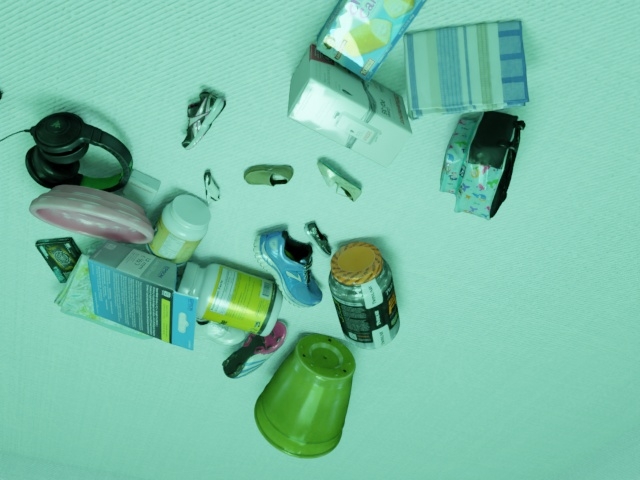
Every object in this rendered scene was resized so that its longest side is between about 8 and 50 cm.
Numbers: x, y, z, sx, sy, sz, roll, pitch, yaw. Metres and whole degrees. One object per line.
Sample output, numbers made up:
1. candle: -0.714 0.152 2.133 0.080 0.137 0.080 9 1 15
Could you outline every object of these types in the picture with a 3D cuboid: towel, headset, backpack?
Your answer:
1. towel: -0.689 0.193 1.847 0.374 0.090 0.320 24 129 -26
2. headset: -0.708 -0.266 1.442 0.394 0.185 0.243 18 144 -28
3. backpack: 0.419 -0.187 1.405 0.191 0.225 0.254 11 140 22
4. towel: 0.341 -0.403 1.267 0.284 0.034 0.209 -6 90 5

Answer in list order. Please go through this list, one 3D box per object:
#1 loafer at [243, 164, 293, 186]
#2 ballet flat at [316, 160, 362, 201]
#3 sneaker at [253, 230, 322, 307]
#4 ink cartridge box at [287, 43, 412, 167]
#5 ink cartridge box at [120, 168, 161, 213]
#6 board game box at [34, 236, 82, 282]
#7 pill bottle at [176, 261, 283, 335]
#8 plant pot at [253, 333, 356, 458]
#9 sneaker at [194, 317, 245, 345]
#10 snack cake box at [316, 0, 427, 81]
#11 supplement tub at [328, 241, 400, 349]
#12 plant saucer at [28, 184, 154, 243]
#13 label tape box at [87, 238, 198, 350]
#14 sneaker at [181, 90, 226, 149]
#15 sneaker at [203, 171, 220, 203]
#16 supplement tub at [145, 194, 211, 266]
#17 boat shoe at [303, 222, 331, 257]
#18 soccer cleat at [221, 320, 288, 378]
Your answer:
1. loafer: -0.152 -0.185 1.537 0.147 0.050 0.056 -7 131 8
2. ballet flat: 0.050 -0.166 1.537 0.168 0.057 0.052 31 90 -24
3. sneaker: -0.075 0.096 1.733 0.147 0.130 0.330 -21 128 22
4. ink cartridge box: 0.070 -0.327 1.298 0.282 0.207 0.117 24 126 -20
5. ink cartridge box: -0.542 -0.139 1.590 0.088 0.052 0.122 26 129 -20
6. board game box: -0.862 0.069 1.804 0.126 0.026 0.186 -4 132 6
7. pill bottle: -0.308 0.188 1.783 0.333 0.188 0.188 20 129 -14
8. plant pot: -0.032 0.562 2.029 0.366 0.367 0.353 15 119 -11
9. sneaker: -0.385 0.330 1.993 0.212 0.080 0.094 7 120 -2
10. snack cake box: 0.121 -0.518 1.206 0.152 0.089 0.264 25 128 -20
11. supplement tub: 0.143 0.181 1.748 0.207 0.207 0.338 -8 132 9
12. plant saucer: -0.635 -0.074 1.511 0.331 0.084 0.332 8 165 2
13. label tape box: -0.522 0.170 1.637 0.347 0.115 0.249 18 130 4
14. sneaker: -0.325 -0.325 1.419 0.077 0.072 0.178 37 116 -13
15. sneaker: -0.322 -0.159 1.580 0.043 0.040 0.109 -9 136 -12
16. supplement tub: -0.431 -0.028 1.624 0.144 0.144 0.200 27 127 -20
17. boat shoe: 0.000 0.000 1.698 0.040 0.049 0.142 -25 124 22
18. soccer cleat: -0.235 0.414 2.050 0.331 0.116 0.143 -39 157 18
